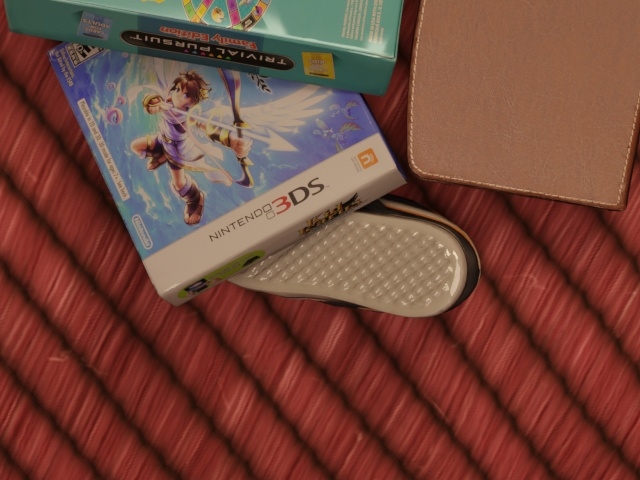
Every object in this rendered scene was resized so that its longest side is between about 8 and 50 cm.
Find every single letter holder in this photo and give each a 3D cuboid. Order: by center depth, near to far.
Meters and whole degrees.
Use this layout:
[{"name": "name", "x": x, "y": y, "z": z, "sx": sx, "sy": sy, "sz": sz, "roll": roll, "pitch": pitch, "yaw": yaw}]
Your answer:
[{"name": "letter holder", "x": 0.192, "y": -0.201, "z": 1.507, "sx": 0.214, "sy": 0.152, "sz": 0.302, "roll": 9, "pitch": 103, "yaw": 0}]

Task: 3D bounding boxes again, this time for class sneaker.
[{"name": "sneaker", "x": 0.000, "y": 0.000, "z": 1.575, "sx": 0.321, "sy": 0.127, "sz": 0.126, "roll": 20, "pitch": 97, "yaw": 20}]

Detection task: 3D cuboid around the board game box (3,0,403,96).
[{"name": "board game box", "x": -0.087, "y": -0.282, "z": 1.459, "sx": 0.336, "sy": 0.079, "sz": 0.254, "roll": 10, "pitch": 69, "yaw": -2}]

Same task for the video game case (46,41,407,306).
[{"name": "video game case", "x": -0.089, "y": -0.115, "z": 1.510, "sx": 0.244, "sy": 0.061, "sz": 0.269, "roll": -28, "pitch": 74, "yaw": 5}]
